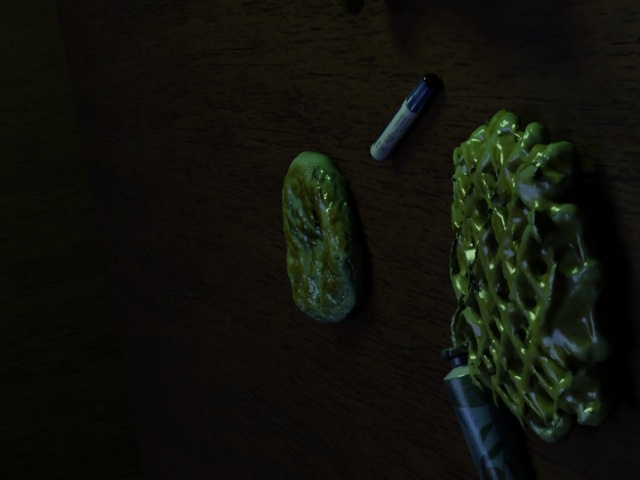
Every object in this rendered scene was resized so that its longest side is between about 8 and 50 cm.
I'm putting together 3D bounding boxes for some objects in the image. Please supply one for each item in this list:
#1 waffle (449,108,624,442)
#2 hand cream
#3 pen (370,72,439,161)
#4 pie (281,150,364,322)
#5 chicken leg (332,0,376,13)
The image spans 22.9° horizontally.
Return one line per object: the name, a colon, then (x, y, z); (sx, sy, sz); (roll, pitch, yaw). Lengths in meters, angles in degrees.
waffle: (0.188, 0.035, 1.493); (0.297, 0.073, 0.317); (-165, 64, -71)
hand cream: (0.190, 0.238, 1.663); (0.091, 0.058, 0.271); (155, 97, -75)
pen: (0.093, -0.136, 1.753); (0.204, 0.025, 0.025); (125, 130, -66)
pie: (0.000, 0.000, 2.080); (0.240, 0.054, 0.240); (170, 90, -71)
chicken leg: (0.055, -0.313, 1.574); (0.429, 0.153, 0.201); (151, 98, -79)
